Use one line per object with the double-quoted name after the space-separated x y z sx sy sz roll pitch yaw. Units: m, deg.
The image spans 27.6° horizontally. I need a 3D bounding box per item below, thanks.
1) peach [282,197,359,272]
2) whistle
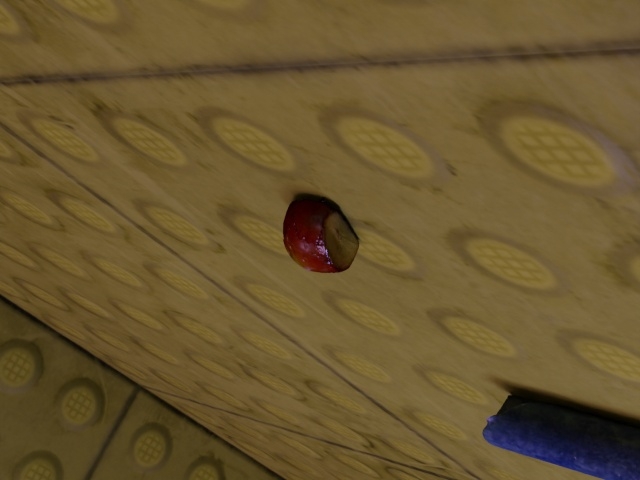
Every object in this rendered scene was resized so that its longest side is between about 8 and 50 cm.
0.000 0.000 1.121 0.077 0.050 0.083 31 159 -15 "peach"
0.292 0.205 1.252 0.304 0.062 0.062 11 156 44 "whistle"
